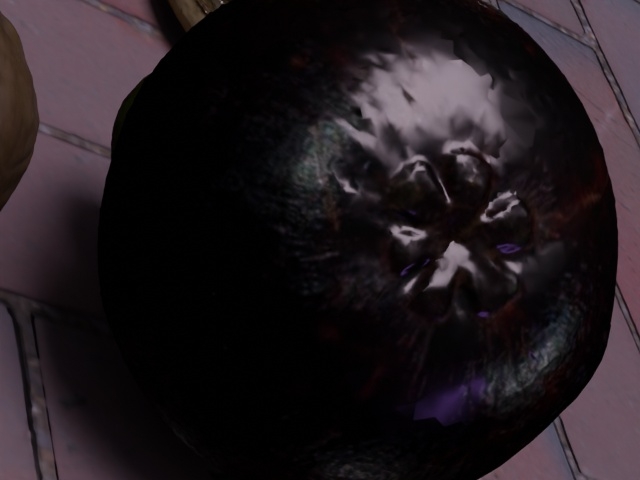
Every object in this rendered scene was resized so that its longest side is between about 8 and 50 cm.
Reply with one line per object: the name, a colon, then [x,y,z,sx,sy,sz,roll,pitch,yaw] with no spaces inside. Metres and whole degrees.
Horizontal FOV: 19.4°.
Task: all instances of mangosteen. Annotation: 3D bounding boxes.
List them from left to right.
mangosteen: [0.010,0.003,0.756,0.216,0.216,0.216,32,32,-23]

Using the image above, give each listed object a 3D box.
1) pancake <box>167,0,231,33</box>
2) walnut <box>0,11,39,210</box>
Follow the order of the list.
pancake: [-0.025,-0.105,1.002,0.158,0.028,0.158,35,29,-23]
walnut: [-0.170,-0.049,0.634,0.140,0.140,0.162,56,4,18]
